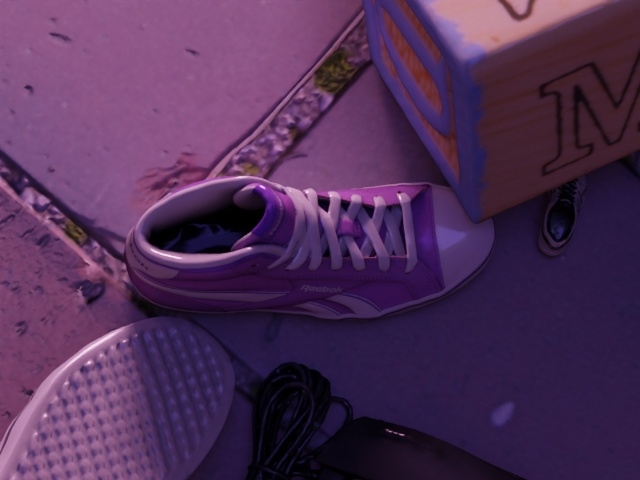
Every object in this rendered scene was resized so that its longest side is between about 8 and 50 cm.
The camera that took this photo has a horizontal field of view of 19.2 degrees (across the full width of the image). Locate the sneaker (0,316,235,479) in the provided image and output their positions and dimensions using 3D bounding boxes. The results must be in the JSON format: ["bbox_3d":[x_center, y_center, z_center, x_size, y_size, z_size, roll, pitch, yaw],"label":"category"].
[{"bbox_3d":[-0.189,0.184,1.347,0.126,0.127,0.321,43,53,-1],"label":"sneaker"}]

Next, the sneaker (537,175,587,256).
[{"bbox_3d":[0.190,-0.029,1.459,0.032,0.037,0.083,12,75,0],"label":"sneaker"}]

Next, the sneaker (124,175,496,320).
[{"bbox_3d":[0.000,0.001,1.376,0.282,0.161,0.102,-8,77,-8],"label":"sneaker"}]

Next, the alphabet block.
[{"bbox_3d":[0.154,-0.165,1.382,0.197,0.193,0.192,-24,59,-8],"label":"alphabet block"}]

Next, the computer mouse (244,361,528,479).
[{"bbox_3d":[0.065,0.208,1.378,0.272,0.072,0.188,18,76,0],"label":"computer mouse"}]
